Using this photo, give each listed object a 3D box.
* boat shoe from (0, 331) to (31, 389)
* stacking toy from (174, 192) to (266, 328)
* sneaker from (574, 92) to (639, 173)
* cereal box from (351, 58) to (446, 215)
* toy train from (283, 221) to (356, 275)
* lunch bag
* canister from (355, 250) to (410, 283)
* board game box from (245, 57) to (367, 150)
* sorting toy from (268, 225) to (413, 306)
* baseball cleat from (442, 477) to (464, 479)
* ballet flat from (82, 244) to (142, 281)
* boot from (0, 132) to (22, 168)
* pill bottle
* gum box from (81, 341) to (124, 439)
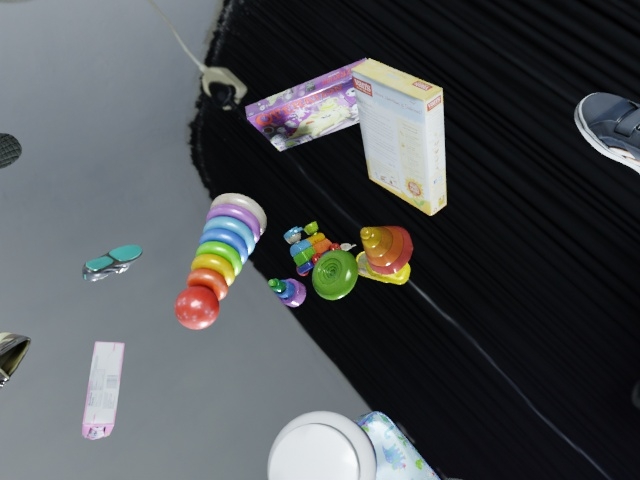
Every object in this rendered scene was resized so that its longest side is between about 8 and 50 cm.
[{"bbox_3d":[-0.489,0.198,0.731,0.152,0.049,0.056,-82,162,-46],"label":"boat shoe"},{"bbox_3d":[-0.231,0.049,1.088,0.141,0.141,0.330,117,-6,-48],"label":"stacking toy"},{"bbox_3d":[0.638,-0.190,0.927,0.126,0.321,0.127,-39,161,-9],"label":"sneaker"},{"bbox_3d":[0.138,-0.175,0.852,0.047,0.173,0.240,-34,138,-18],"label":"cereal box"},{"bbox_3d":[0.000,0.000,1.575,0.248,0.143,0.105,-28,176,-44],"label":"toy train"},{"bbox_3d":[0.109,0.452,0.934,0.176,0.219,0.090,-38,171,-21],"label":"lunch bag"},{"bbox_3d":[0.169,0.075,1.374,0.170,0.126,0.073,168,-62,-84],"label":"canister"},{"bbox_3d":[-0.005,-0.362,1.359,0.347,0.056,0.208,-17,155,17],"label":"board game box"},{"bbox_3d":[0.026,0.053,1.150,0.366,0.127,0.126,-27,146,24],"label":"sorting toy"},{"bbox_3d":[0.125,0.278,0.431,0.110,0.072,0.206,-7,-179,-13],"label":"baseball cleat"},{"bbox_3d":[-0.617,0.070,1.457,0.074,0.074,0.203,-54,170,29],"label":"ballet flat"},{"bbox_3d":[-0.876,-0.190,1.196,0.246,0.161,0.083,-55,139,-47],"label":"boot"},{"bbox_3d":[0.006,0.269,0.589,0.124,0.124,0.221,-41,160,-10],"label":"pill bottle"},{"bbox_3d":[-0.478,0.331,1.084,0.062,0.188,0.107,9,145,-22],"label":"gum box"}]
